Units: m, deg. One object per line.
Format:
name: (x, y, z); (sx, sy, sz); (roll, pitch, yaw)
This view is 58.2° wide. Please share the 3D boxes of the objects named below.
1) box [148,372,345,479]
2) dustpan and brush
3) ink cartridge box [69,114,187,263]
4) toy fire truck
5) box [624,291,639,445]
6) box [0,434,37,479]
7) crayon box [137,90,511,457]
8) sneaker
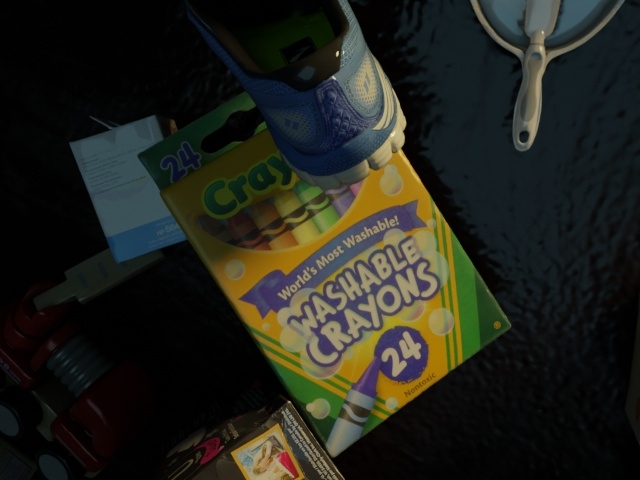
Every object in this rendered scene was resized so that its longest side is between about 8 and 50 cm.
box: (-0.063, 0.244, 0.549); (0.142, 0.247, 0.163); (-36, 92, -16)
dustpan and brush: (0.186, -0.184, 0.488); (0.147, 0.060, 0.211); (8, 106, 14)
ink cartridge box: (-0.184, -0.064, 0.596); (0.089, 0.092, 0.143); (-18, 99, 0)
toy fire truck: (-0.264, 0.124, 0.665); (0.217, 0.158, 0.246); (45, 121, 1)
box: (0.322, 0.130, 0.471); (0.090, 0.170, 0.130); (3, 105, 16)
box: (-0.510, 0.257, 0.708); (0.213, 0.117, 0.243); (19, 144, 11)
crayon box: (0.000, 0.000, 0.531); (0.203, 0.083, 0.323); (-33, 93, -10)
sneaker: (-0.044, -0.199, 0.452); (0.129, 0.147, 0.330); (-32, 60, 0)
